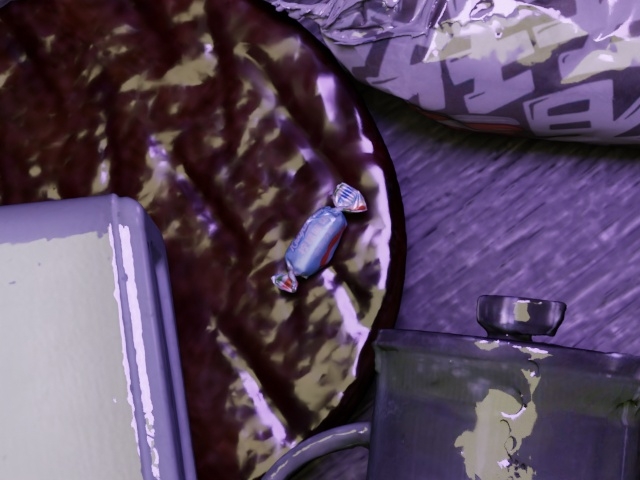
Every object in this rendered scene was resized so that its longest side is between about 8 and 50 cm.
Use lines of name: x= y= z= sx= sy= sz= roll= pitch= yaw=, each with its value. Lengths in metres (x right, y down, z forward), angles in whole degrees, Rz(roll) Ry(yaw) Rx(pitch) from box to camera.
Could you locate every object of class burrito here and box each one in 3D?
burrito: x=0.187 y=-0.129 z=1.172 sx=0.445 sy=0.101 sz=0.139 roll=2 pitch=103 yaw=4

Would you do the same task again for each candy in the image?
candy: x=0.000 y=0.000 z=1.143 sx=0.030 sy=0.020 sz=0.083 roll=33 pitch=88 yaw=18

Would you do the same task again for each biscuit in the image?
biscuit: x=-0.137 y=0.008 z=1.227 sx=0.407 sy=0.091 sz=0.407 roll=-2 pitch=80 yaw=12

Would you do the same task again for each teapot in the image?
teapot: x=0.081 y=0.200 z=1.079 sx=0.270 sy=0.200 sz=0.337 roll=6 pitch=86 yaw=13

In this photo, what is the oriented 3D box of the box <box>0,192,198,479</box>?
box: x=-0.178 y=0.120 z=1.089 sx=0.182 sy=0.175 sz=0.312 roll=-9 pitch=78 yaw=2
